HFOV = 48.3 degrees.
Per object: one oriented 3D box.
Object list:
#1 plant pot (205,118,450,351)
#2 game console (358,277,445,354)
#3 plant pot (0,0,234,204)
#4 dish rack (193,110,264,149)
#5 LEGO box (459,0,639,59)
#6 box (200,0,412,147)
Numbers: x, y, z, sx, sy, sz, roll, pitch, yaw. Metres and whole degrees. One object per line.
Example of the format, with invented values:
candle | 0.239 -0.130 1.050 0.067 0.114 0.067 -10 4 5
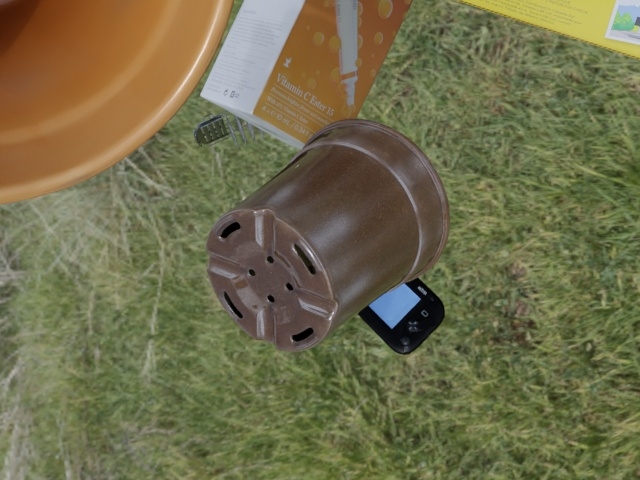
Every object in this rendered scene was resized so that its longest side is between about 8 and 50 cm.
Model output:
plant pot | 0.000 0.000 0.610 0.166 0.165 0.167 18 124 29
game console | 0.052 0.014 1.121 0.361 0.044 0.213 45 100 22
plant pot | -0.213 -0.192 0.397 0.203 0.290 0.291 53 131 47
dish rack | -0.159 -0.273 1.652 0.208 0.271 0.074 108 137 -83
LEGO box | 0.260 -0.413 0.745 0.499 0.373 0.193 22 147 10
box | -0.017 -0.347 1.237 0.168 0.215 0.346 28 94 45
